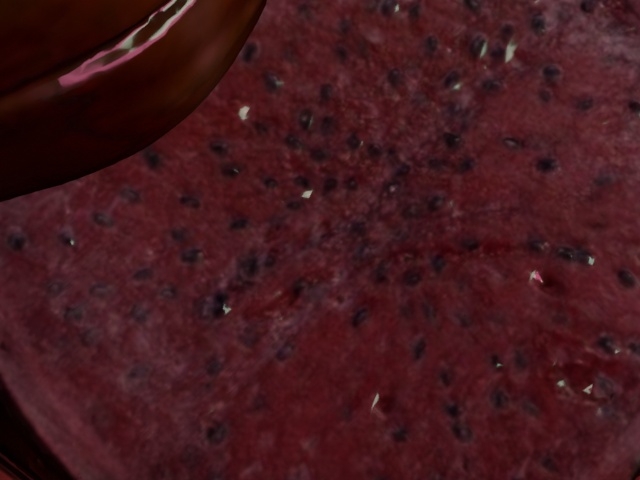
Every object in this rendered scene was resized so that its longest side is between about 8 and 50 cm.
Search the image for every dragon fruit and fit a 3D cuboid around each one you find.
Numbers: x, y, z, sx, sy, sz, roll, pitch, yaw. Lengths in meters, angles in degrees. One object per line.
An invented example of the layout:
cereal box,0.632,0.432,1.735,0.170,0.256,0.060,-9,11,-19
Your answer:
dragon fruit,0.000,0.000,0.767,0.296,0.314,0.263,-49,173,-8

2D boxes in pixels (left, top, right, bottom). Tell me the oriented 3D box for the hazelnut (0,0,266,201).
hazelnut,-0.116,-0.102,0.529,0.229,0.229,0.229,-26,123,-48
